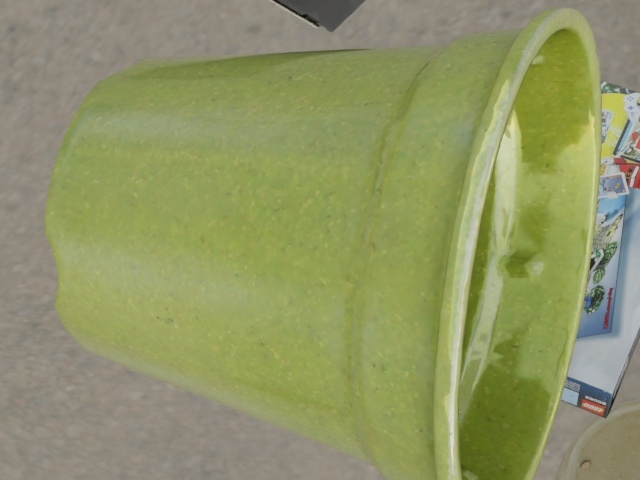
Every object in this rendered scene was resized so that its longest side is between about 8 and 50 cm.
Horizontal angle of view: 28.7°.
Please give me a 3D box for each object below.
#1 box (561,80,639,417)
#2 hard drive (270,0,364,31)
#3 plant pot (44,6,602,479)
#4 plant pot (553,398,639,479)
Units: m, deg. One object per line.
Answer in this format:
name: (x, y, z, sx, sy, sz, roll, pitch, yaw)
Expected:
box: (0.167, -0.011, 0.876, 0.159, 0.044, 0.233, 21, 64, 19)
hard drive: (-0.114, -0.316, 0.923, 0.237, 0.064, 0.339, 17, 34, -56)
plant pot: (0.000, 0.000, 0.697, 0.276, 0.253, 0.276, 9, 90, -67)
plant pot: (0.316, 0.250, 1.121, 0.284, 0.284, 0.191, -51, 126, -18)
